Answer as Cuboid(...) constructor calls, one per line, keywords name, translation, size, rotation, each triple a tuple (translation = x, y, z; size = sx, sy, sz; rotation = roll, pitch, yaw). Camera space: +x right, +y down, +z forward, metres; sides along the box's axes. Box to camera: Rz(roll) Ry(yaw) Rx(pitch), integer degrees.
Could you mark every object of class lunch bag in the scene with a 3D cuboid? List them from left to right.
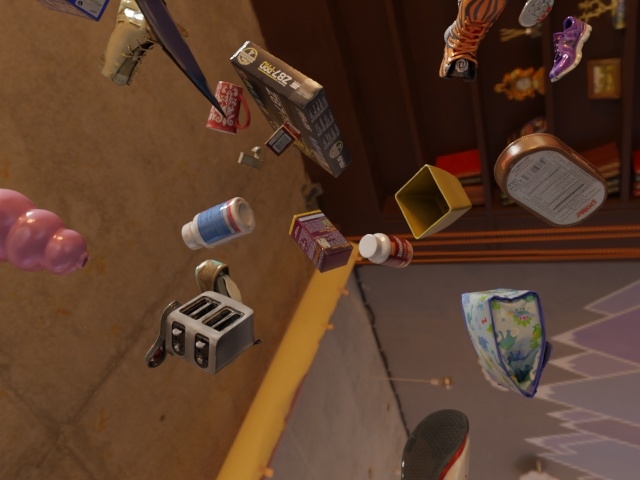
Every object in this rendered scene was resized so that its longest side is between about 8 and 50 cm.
Cuboid(name="lunch bag", translation=(0.282, 0.151, 0.826), size=(0.129, 0.096, 0.151), rotation=(118, 146, -86))

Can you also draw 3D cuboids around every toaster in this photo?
Cuboid(name="toaster", translation=(-0.262, 0.222, 1.345), size=(0.186, 0.168, 0.110), rotation=(-32, -45, -49))

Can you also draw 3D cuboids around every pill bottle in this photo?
Cuboid(name="pill bottle", translation=(-0.332, -0.047, 1.756), size=(0.124, 0.222, 0.124), rotation=(52, -153, -40))
Cuboid(name="pill bottle", translation=(0.183, 0.027, 1.527), size=(0.152, 0.086, 0.086), rotation=(11, -104, -43))

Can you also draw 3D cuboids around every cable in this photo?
Cuboid(name="cable", translation=(-0.467, 0.275, 1.600), size=(0.139, 0.072, 0.287), rotation=(-34, -28, -33))

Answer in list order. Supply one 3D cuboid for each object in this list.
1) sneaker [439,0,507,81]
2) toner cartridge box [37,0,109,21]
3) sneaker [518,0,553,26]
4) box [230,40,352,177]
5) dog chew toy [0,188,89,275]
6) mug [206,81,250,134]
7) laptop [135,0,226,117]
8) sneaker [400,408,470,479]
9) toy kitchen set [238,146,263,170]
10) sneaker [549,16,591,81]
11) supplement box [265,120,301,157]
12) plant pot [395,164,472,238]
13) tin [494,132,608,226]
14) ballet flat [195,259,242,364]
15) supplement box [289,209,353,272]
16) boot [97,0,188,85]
Cuboid(name="sneaker", translation=(0.401, -0.528, 1.436), size=(0.321, 0.125, 0.180), rotation=(89, -169, -78))
Cuboid(name="toner cartridge box", translation=(-0.695, -0.659, 1.401), size=(0.165, 0.348, 0.075), rotation=(28, -89, -49))
Cuboid(name="sneaker", translation=(0.551, -0.606, 1.371), size=(0.061, 0.158, 0.065), rotation=(35, -172, -19))
Cuboid(name="box", translation=(-0.077, -0.394, 1.679), size=(0.097, 0.318, 0.395), rotation=(-49, -26, -7))
Cuboid(name="dog chew toy", translation=(-0.804, -0.008, 1.504), size=(0.206, 0.332, 0.206), rotation=(-157, 90, -87))
Cuboid(name="mug", translation=(-0.327, -0.479, 1.990), size=(0.113, 0.150, 0.169), rotation=(-144, 66, -75))
Cuboid(name="laptop", translation=(-0.199, -0.467, 0.856), size=(0.407, 0.236, 0.382), rotation=(-63, -2, 0))
Cuboid(name="sneaker", translation=(0.172, 0.386, 0.789), size=(0.270, 0.090, 0.145), rotation=(-52, -53, -54))
Cuboid(name="toy kitchen set", translation=(-0.223, -0.263, 1.667), size=(0.075, 0.083, 0.068), rotation=(16, -85, -39))
Cuboid(name="sneaker", translation=(0.550, -0.434, 1.238), size=(0.169, 0.071, 0.068), rotation=(-64, 11, -18))
Cuboid(name="supplement box", translation=(-0.075, -0.209, 1.116), size=(0.043, 0.055, 0.083), rotation=(43, -164, -11))
Cuboid(name="plant pot", translation=(0.458, -0.151, 2.129), size=(0.187, 0.212, 0.212), rotation=(-5, -118, -37))
Cuboid(name="tin", translation=(0.343, -0.084, 0.807), size=(0.190, 0.106, 0.040), rotation=(25, -142, -25))
Cuboid(name="ballet flat", translation=(-0.283, 0.222, 1.658), size=(0.116, 0.124, 0.342), rotation=(-22, -77, -57))
Cuboid(name="supplement box", translation=(0.000, 0.000, 1.676), size=(0.104, 0.188, 0.080), rotation=(-15, -40, -34))
Cuboid(name="boot", translation=(-0.443, -0.466, 1.331), size=(0.095, 0.262, 0.203), rotation=(14, -72, -57))
